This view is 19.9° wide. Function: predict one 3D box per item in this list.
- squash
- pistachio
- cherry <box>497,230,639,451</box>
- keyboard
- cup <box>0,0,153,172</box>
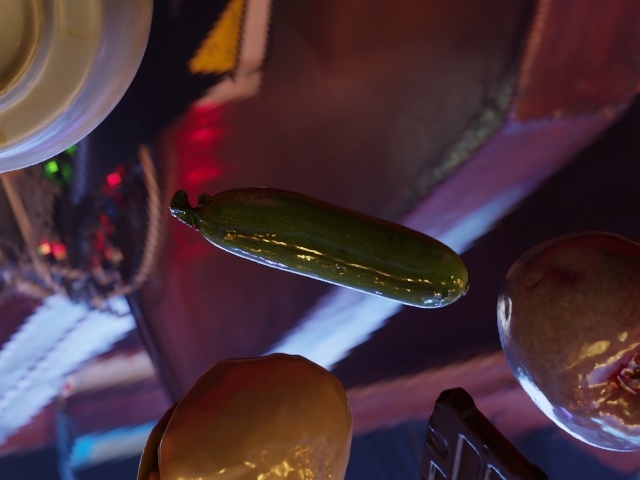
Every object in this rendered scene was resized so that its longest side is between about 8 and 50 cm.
[{"bbox_3d":[0.000,0.000,2.233,0.379,0.101,0.101,14,144,8],"label":"squash"},{"bbox_3d":[-0.046,0.158,1.341,0.117,0.145,0.200,-45,174,33],"label":"pistachio"},{"bbox_3d":[0.264,0.090,1.705,0.183,0.266,0.213,-38,118,-20],"label":"cherry"},{"bbox_3d":[0.082,0.200,1.023,0.016,0.106,0.262,-20,134,-28],"label":"keyboard"},{"bbox_3d":[-0.322,-0.211,1.618,0.347,0.163,0.347,-1,105,-4],"label":"cup"}]
